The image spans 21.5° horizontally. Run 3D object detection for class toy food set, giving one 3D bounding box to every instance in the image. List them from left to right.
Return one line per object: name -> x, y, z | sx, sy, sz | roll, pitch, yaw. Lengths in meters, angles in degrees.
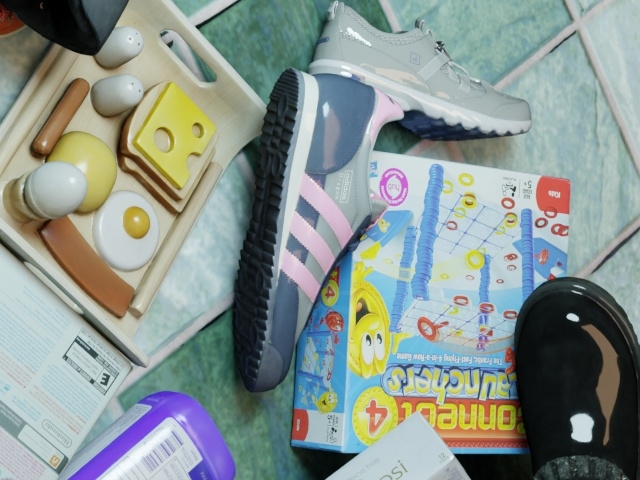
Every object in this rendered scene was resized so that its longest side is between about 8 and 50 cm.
toy food set -> -0.169, -0.070, 1.515 | 0.220, 0.092, 0.306 | 46, 53, -28

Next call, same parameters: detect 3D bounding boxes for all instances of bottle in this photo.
bottle -> -0.204, 0.256, 1.505 | 0.283, 0.092, 0.118 | -41, 115, -31

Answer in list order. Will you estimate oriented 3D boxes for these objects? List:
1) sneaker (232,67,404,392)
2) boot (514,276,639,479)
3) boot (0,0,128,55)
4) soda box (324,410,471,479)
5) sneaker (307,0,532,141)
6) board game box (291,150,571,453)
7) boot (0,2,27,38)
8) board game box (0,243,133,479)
sneaker -> 0.000, 0.000, 1.602 | 0.131, 0.112, 0.319 | 5, 109, -22
boot -> 0.252, 0.226, 1.648 | 0.260, 0.131, 0.348 | -35, 115, -70
boot -> -0.121, -0.352, 1.494 | 0.367, 0.146, 0.445 | 47, 56, -46
soda box -> 0.038, 0.267, 1.638 | 0.216, 0.074, 0.069 | -36, 138, -3
sneaker -> 0.116, -0.173, 1.752 | 0.281, 0.105, 0.115 | 13, 81, -36
board game box -> 0.122, 0.071, 1.764 | 0.308, 0.086, 0.302 | 5, 86, -37
boot -> -0.285, -0.203, 1.458 | 0.158, 0.085, 0.059 | -28, 104, -36
board game box -> -0.330, 0.158, 1.409 | 0.224, 0.097, 0.303 | 46, 62, -26
